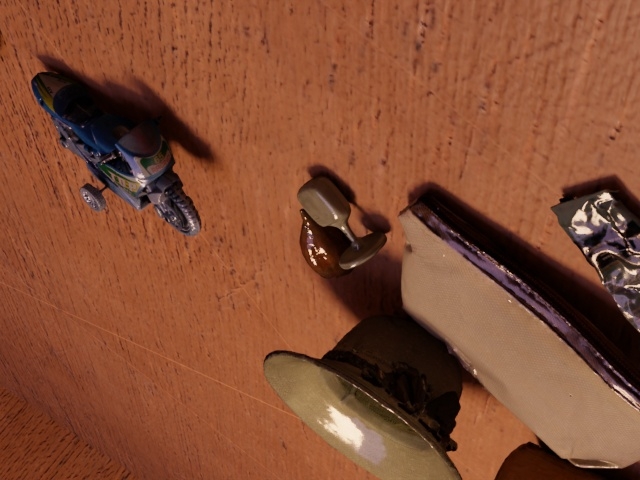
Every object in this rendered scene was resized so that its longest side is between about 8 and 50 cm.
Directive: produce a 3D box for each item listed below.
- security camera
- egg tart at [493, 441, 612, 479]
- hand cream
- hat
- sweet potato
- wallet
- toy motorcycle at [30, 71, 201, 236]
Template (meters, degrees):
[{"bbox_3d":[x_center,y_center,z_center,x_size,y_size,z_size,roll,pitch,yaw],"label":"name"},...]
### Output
[{"bbox_3d":[0.018,-0.023,1.527,0.092,0.058,0.058,56,155,-15],"label":"security camera"},{"bbox_3d":[0.262,0.333,1.702,0.170,0.215,0.215,6,146,30],"label":"egg tart"},{"bbox_3d":[0.286,0.050,1.259,0.075,0.052,0.248,-30,107,41],"label":"hand cream"},{"bbox_3d":[0.075,0.155,1.689,0.257,0.130,0.257,31,159,13],"label":"hat"},{"bbox_3d":[0.000,0.000,1.588,0.049,0.049,0.117,23,159,33],"label":"sweet potato"},{"bbox_3d":[0.201,0.097,1.469,0.335,0.068,0.275,39,157,12],"label":"wallet"},{"bbox_3d":[-0.221,-0.099,1.679,0.254,0.092,0.136,34,153,33],"label":"toy motorcycle"}]
